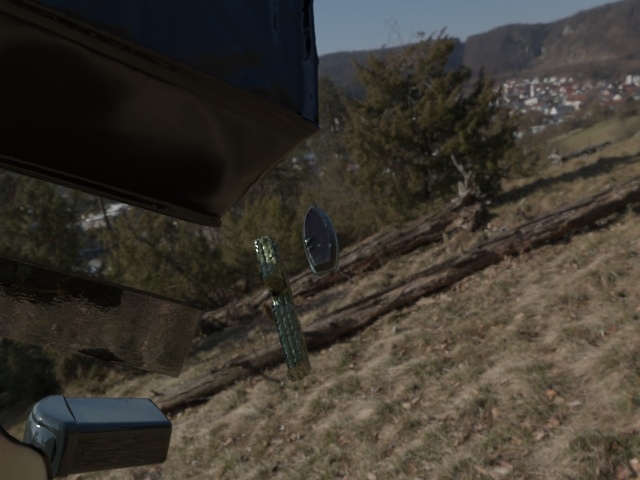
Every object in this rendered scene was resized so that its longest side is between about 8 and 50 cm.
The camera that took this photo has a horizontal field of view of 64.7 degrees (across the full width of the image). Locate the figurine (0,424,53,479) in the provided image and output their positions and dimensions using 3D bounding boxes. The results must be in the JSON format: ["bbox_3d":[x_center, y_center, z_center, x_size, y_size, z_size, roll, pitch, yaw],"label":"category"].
[{"bbox_3d":[-0.526,0.350,0.622,0.340,0.231,0.324,-22,-28,19],"label":"figurine"}]

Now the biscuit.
[{"bbox_3d":[-0.064,0.123,0.879,0.046,0.147,0.250,-15,59,-4],"label":"biscuit"}]

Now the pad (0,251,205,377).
[{"bbox_3d":[-0.323,0.074,0.550,0.368,0.007,0.247,18,-35,-12],"label":"pad"}]

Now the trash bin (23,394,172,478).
[{"bbox_3d":[-0.421,0.359,0.948,0.236,0.101,0.177,11,-4,-36],"label":"trash bin"}]

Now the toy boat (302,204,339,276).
[{"bbox_3d":[0.000,0.000,0.877,0.059,0.140,0.066,-15,-31,5],"label":"toy boat"}]

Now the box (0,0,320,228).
[{"bbox_3d":[-0.188,-0.194,0.406,0.345,0.251,0.204,15,-29,-33],"label":"box"}]
